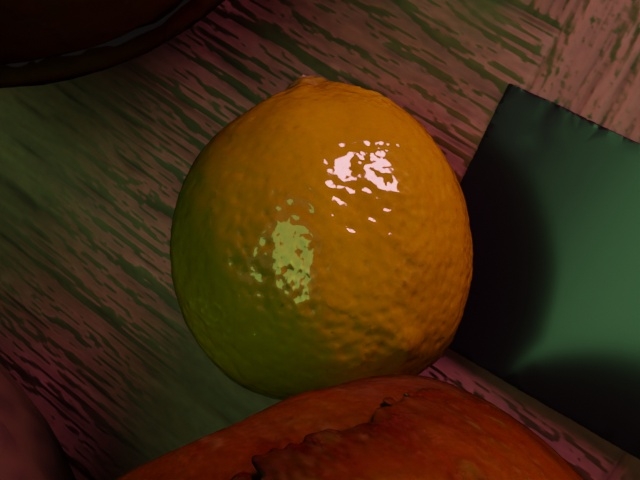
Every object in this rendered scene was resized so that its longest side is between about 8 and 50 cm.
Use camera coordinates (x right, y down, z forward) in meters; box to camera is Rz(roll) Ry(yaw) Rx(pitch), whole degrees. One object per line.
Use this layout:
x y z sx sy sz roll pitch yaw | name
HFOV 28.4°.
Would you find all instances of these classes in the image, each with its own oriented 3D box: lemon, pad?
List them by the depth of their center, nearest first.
0.000 0.000 0.741 0.178 0.178 0.203 -11 81 26 | lemon
0.177 0.032 0.744 0.245 0.006 0.170 29 100 25 | pad

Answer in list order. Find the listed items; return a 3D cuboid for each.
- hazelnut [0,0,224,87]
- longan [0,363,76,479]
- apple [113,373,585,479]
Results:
-0.209 -0.315 0.754 0.402 0.402 0.429 -18 68 25 | hazelnut
-0.340 0.225 0.790 0.391 0.391 0.391 -1 87 27 | longan
0.013 0.256 0.604 0.374 0.384 0.374 -2 85 21 | apple
